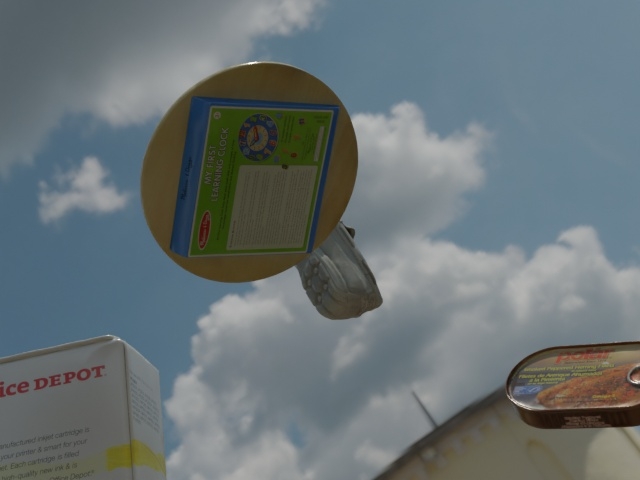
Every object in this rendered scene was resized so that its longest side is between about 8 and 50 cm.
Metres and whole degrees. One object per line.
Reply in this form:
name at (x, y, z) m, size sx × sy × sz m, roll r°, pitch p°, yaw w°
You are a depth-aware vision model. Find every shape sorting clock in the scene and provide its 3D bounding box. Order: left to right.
shape sorting clock at (-0.061, -0.058, 1.001) m, size 0.206 × 0.040 × 0.206 m, roll -14°, pitch -60°, yaw -26°

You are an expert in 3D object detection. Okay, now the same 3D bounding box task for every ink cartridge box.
ink cartridge box at (-0.359, 0.355, 1.552) m, size 0.279 × 0.384 × 0.160 m, roll -12°, pitch -26°, yaw 8°

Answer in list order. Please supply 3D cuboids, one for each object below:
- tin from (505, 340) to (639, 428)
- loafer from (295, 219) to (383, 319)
tin at (0.298, 0.159, 1.242) m, size 0.190 × 0.106 × 0.040 m, roll -7°, pitch -52°, yaw 31°
loafer at (0.000, 0.000, 1.888) m, size 0.111 × 0.319 × 0.112 m, roll -2°, pitch -39°, yaw -34°
